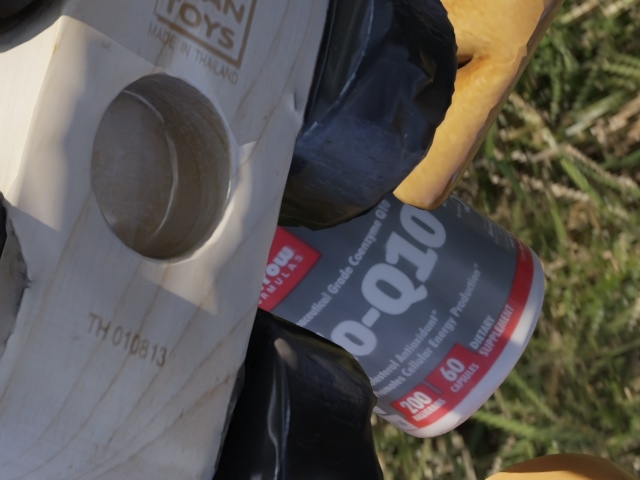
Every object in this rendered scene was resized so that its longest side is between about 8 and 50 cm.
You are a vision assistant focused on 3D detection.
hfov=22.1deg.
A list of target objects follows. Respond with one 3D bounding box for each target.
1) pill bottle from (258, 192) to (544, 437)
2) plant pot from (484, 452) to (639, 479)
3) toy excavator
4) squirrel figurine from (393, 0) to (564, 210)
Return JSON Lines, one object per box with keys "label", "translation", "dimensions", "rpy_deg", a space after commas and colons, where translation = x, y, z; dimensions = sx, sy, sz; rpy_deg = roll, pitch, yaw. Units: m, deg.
{"label": "pill bottle", "translation": [0.000, 0.000, 1.129], "dimensions": [0.283, 0.161, 0.161], "rpy_deg": [34, 112, -17]}
{"label": "plant pot", "translation": [0.206, 0.326, 1.175], "dimensions": [0.291, 0.203, 0.291], "rpy_deg": [-11, 113, -28]}
{"label": "toy excavator", "translation": [-0.181, -0.091, 0.648], "dimensions": [0.445, 0.433, 0.222], "rpy_deg": [-1, 161, 42]}
{"label": "squirrel figurine", "translation": [0.004, -0.274, 0.934], "dimensions": [0.370, 0.281, 0.397], "rpy_deg": [30, 134, 3]}
